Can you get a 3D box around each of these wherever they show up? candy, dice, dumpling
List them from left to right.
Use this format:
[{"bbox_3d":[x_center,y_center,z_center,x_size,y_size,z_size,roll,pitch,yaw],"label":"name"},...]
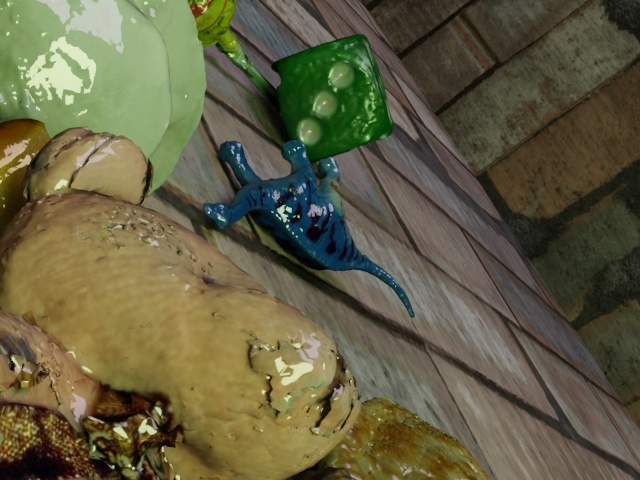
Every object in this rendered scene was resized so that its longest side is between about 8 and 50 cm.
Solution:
[{"bbox_3d":[-0.135,-0.093,0.575,0.219,0.152,0.108,40,20,-53],"label":"dumpling"},{"bbox_3d":[-0.097,-0.215,1.175,0.077,0.073,0.262,30,-6,31],"label":"candy"},{"bbox_3d":[0.017,-0.168,1.218,0.131,0.120,0.128,-45,117,-78],"label":"dice"}]

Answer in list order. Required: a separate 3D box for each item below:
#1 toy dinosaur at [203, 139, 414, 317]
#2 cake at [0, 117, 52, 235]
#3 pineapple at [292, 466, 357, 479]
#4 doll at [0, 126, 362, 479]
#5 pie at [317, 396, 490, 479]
[{"bbox_3d":[-0.014,-0.028,0.961,0.329,0.076,0.144,30,34,-52],"label":"toy dinosaur"},{"bbox_3d":[-0.159,-0.023,0.483,0.044,0.084,0.084,57,13,-17],"label":"cake"},{"bbox_3d":[0.025,0.205,0.565,0.159,0.074,0.074,59,14,-1],"label":"pineapple"},{"bbox_3d":[-0.066,0.091,0.364,0.303,0.156,0.201,-85,155,-61],"label":"doll"},{"bbox_3d":[0.056,0.183,0.685,0.163,0.079,0.193,31,25,-32],"label":"pie"}]
